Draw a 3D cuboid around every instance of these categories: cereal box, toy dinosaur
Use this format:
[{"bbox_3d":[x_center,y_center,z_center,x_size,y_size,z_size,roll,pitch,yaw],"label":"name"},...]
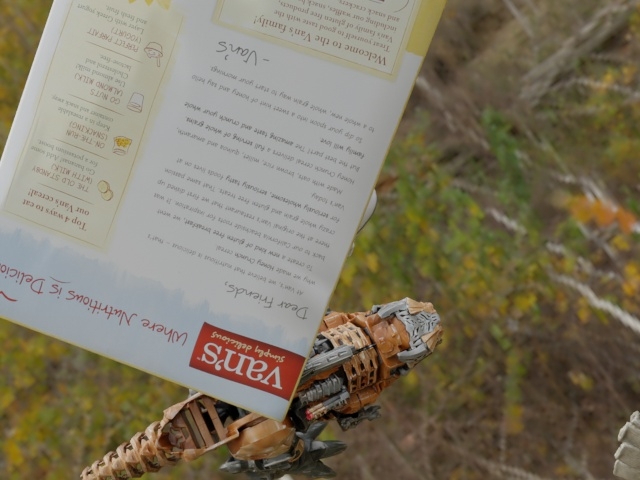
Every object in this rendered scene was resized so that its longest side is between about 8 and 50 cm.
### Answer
[{"bbox_3d":[-0.055,-0.052,0.658,0.047,0.173,0.240,-74,6,-78],"label":"cereal box"},{"bbox_3d":[-0.053,0.132,1.214,0.322,0.164,0.218,-3,-10,-2],"label":"toy dinosaur"}]

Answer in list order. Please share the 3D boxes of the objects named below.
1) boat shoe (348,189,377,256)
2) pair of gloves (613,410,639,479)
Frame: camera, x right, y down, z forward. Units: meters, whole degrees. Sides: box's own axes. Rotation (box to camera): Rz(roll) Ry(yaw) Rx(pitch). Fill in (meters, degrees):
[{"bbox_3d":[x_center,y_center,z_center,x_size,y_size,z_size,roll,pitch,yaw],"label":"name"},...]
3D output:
[{"bbox_3d":[0.000,0.000,1.854,0.258,0.084,0.095,-37,54,38],"label":"boat shoe"},{"bbox_3d":[0.417,0.183,1.394,0.042,0.204,0.240,-69,-9,-54],"label":"pair of gloves"}]
